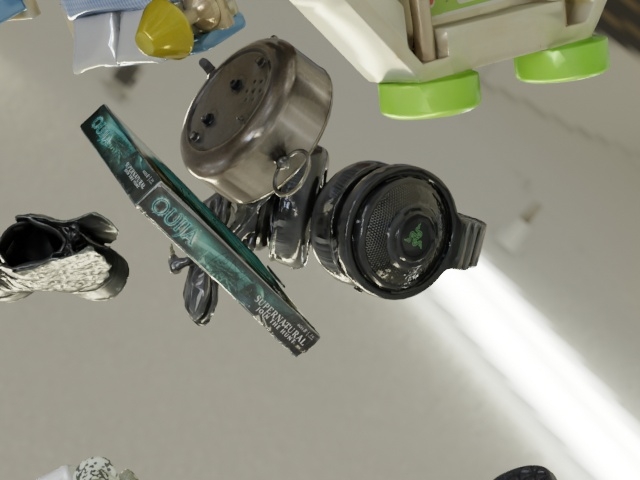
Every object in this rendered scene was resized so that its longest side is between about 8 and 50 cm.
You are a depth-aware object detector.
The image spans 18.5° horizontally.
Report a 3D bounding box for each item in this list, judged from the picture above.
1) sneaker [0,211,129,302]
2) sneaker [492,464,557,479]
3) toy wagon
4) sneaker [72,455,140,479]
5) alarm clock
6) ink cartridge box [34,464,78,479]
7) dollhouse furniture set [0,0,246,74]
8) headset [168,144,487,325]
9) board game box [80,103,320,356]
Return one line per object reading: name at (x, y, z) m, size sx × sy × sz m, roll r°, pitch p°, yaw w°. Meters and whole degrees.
sneaker at (-0.200, 0.008, 1.363) m, size 0.170 × 0.051 × 0.089 m, roll 2°, pitch 161°, yaw 30°
sneaker at (0.178, 0.316, 1.734) m, size 0.097 × 0.084 × 0.234 m, roll 56°, pitch -145°, yaw -53°
toy wagon at (0.052, -0.202, 1.049) m, size 0.068 × 0.267 × 0.344 m, roll 4°, pitch -164°, yaw 44°
sneaker at (-0.215, 0.305, 1.904) m, size 0.410 × 0.158 × 0.182 m, roll 85°, pitch 164°, yaw -87°
alarm clock at (-0.048, -0.088, 1.536) m, size 0.064 × 0.129 × 0.192 m, roll 35°, pitch -169°, yaw -35°
ink cartridge box at (-0.376, 0.431, 2.466) m, size 0.117 × 0.278 × 0.201 m, roll 29°, pitch -143°, yaw -65°
dollhouse furniture set at (-0.244, -0.227, 1.353) m, size 0.198 × 0.303 × 0.286 m, roll -37°, pitch -64°, yaw -37°
headset at (0.000, 0.000, 1.909) m, size 0.243 × 0.185 × 0.394 m, roll 15°, pitch -177°, yaw 30°
board game box at (-0.082, -0.006, 1.364) m, size 0.186 × 0.026 × 0.126 m, roll 45°, pitch -178°, yaw -37°
